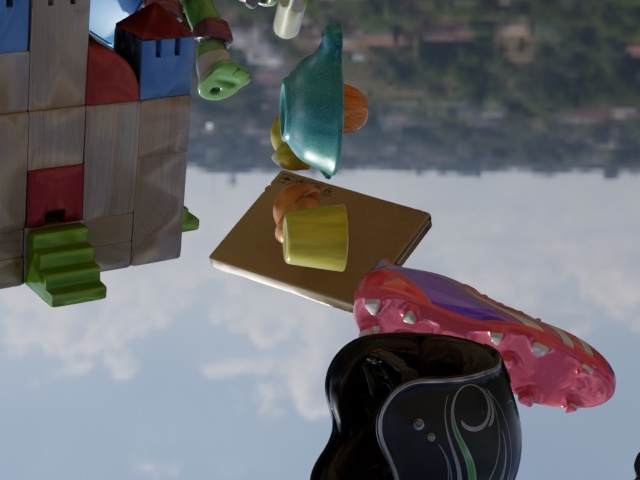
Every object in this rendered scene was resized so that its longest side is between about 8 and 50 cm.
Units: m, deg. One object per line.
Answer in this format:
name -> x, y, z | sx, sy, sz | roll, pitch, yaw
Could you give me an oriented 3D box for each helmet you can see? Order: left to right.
helmet -> 0.076, 0.167, 1.297 | 0.169, 0.161, 0.169 | 2, -166, 0

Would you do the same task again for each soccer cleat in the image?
soccer cleat -> 0.150, 0.079, 1.466 | 0.248, 0.083, 0.095 | 17, -142, 8

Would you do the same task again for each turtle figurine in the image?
turtle figurine -> -0.125, -0.317, 1.859 | 0.275, 0.266, 0.198 | -11, 149, 9

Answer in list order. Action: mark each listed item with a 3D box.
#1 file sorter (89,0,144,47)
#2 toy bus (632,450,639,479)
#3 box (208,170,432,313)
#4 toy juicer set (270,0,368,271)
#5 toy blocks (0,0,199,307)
file sorter -> -0.175, -0.255, 1.313 | 0.118, 0.104, 0.170 | 32, 159, -9
toy bus -> 0.352, 0.375, 1.788 | 0.130, 0.332, 0.108 | 32, 172, 43
box -> 0.000, 0.000, 1.826 | 0.201, 0.021, 0.164 | 18, -131, 26
toy juicer set -> 0.000, -0.138, 1.699 | 0.089, 0.329, 0.209 | 0, -175, -7
toy blocks -> -0.247, -0.101, 1.256 | 0.381, 0.261, 0.191 | -9, -154, -34
